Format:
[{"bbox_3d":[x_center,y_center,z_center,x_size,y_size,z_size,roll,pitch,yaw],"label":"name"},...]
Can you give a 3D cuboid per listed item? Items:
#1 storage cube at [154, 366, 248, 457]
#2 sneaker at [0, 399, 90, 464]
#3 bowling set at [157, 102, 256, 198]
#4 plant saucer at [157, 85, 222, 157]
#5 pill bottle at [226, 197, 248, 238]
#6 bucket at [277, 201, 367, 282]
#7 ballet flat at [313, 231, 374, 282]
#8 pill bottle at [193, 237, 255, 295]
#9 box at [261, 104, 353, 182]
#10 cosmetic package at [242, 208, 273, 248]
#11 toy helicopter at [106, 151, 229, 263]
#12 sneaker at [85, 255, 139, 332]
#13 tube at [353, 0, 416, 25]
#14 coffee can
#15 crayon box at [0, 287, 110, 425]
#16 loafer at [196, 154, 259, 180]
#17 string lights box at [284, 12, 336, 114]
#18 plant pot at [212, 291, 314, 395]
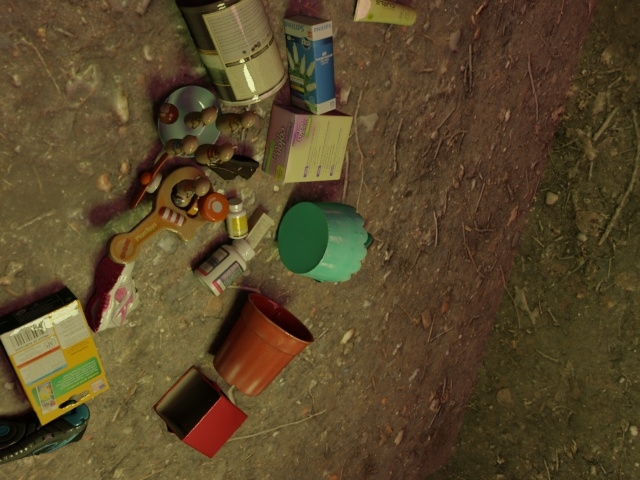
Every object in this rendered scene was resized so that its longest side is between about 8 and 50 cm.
[{"bbox_3d":[-0.398,0.577,2.051,0.215,0.184,0.193,-48,140,-13],"label":"storage cube"},{"bbox_3d":[-0.807,0.555,1.675,0.341,0.125,0.139,-9,139,-33],"label":"sneaker"},{"bbox_3d":[-0.317,-0.263,1.558,0.200,0.154,0.287,37,70,-37],"label":"bowling set"},{"bbox_3d":[-0.357,-0.323,1.654,0.195,0.037,0.194,-21,125,-34],"label":"plant saucer"},{"bbox_3d":[-0.259,-0.069,1.888,0.065,0.065,0.116,-26,130,-33],"label":"pill bottle"},{"bbox_3d":[0.000,0.000,2.041,0.183,0.281,0.281,9,107,-46],"label":"bucket"},{"bbox_3d":[0.080,0.067,2.300,0.280,0.095,0.096,-30,142,-16],"label":"ballet flat"},{"bbox_3d":[-0.294,0.077,1.908,0.180,0.108,0.108,-44,137,-16],"label":"pill bottle"},{"bbox_3d":[-0.041,-0.304,1.924,0.243,0.117,0.213,-9,120,-43],"label":"box"},{"bbox_3d":[-0.209,-0.038,1.975,0.115,0.041,0.060,-54,139,-5],"label":"cosmetic package"},{"bbox_3d":[-0.435,-0.077,1.645,0.355,0.140,0.235,-46,116,-31],"label":"toy helicopter"},{"bbox_3d":[-0.559,0.136,1.697,0.111,0.103,0.252,4,117,-51],"label":"sneaker"},{"bbox_3d":[0.205,-0.731,1.960,0.240,0.062,0.070,-5,76,-38],"label":"tube"},{"bbox_3d":[-0.218,-0.512,1.554,0.201,0.201,0.275,-40,136,-21],"label":"coffee can"},{"bbox_3d":[-0.715,0.312,1.643,0.203,0.083,0.322,-28,128,-32],"label":"crayon box"},{"bbox_3d":[-0.270,-0.210,1.779,0.220,0.080,0.078,4,110,-46],"label":"loafer"},{"bbox_3d":[-0.028,-0.516,1.795,0.077,0.133,0.259,-28,130,-30],"label":"string lights box"},{"bbox_3d":[-0.207,0.362,2.071,0.265,0.272,0.272,-54,140,6],"label":"plant pot"}]
